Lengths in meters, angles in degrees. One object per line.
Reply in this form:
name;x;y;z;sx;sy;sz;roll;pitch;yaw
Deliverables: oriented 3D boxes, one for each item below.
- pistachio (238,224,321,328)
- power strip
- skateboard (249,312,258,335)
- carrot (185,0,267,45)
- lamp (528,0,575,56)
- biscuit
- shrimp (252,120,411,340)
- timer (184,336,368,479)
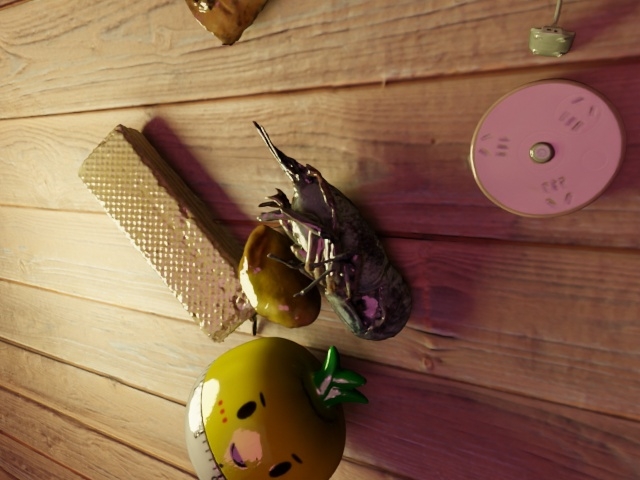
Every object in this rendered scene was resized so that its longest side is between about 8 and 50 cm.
pistachio;-0.068;0.064;0.699;0.100;0.110;0.189;-39;68;13
power strip;0.254;-0.102;0.486;0.154;0.078;0.154;9;110;26
skateboard;-0.158;0.147;0.834;0.083;0.032;0.063;23;127;18
carrot;-0.068;-0.383;0.571;0.263;0.102;0.102;-30;91;29
lamp;0.262;-0.302;0.447;0.050;0.056;0.198;15;103;25
biscuit;-0.266;-0.017;0.786;0.144;0.078;0.426;-41;84;11
shrimp;0.002;0.001;0.604;0.137;0.172;0.372;-43;100;8
timer;-0.047;0.267;0.689;0.285;0.285;0.285;10;111;26
